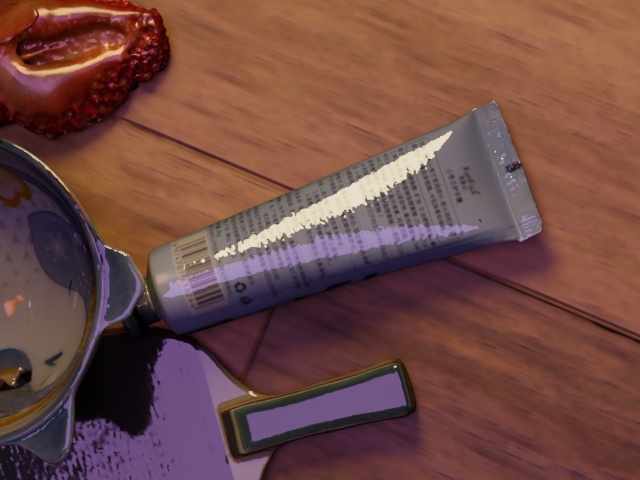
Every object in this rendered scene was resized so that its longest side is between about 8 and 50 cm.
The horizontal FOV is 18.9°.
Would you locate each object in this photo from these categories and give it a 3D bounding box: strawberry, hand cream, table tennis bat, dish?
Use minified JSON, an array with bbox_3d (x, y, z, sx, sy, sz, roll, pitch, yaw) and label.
[{"bbox_3d":[-0.174,-0.121,1.250,0.152,0.048,0.104,-16,91,13],"label":"strawberry"},{"bbox_3d":[0.000,0.000,1.217,0.271,0.058,0.091,-20,75,6],"label":"hand cream"},{"bbox_3d":[-0.086,0.130,1.247,0.301,0.022,0.173,-17,87,11],"label":"table tennis bat"},{"bbox_3d":[-0.224,0.046,1.236,0.236,0.086,0.228,22,93,16],"label":"dish"}]
